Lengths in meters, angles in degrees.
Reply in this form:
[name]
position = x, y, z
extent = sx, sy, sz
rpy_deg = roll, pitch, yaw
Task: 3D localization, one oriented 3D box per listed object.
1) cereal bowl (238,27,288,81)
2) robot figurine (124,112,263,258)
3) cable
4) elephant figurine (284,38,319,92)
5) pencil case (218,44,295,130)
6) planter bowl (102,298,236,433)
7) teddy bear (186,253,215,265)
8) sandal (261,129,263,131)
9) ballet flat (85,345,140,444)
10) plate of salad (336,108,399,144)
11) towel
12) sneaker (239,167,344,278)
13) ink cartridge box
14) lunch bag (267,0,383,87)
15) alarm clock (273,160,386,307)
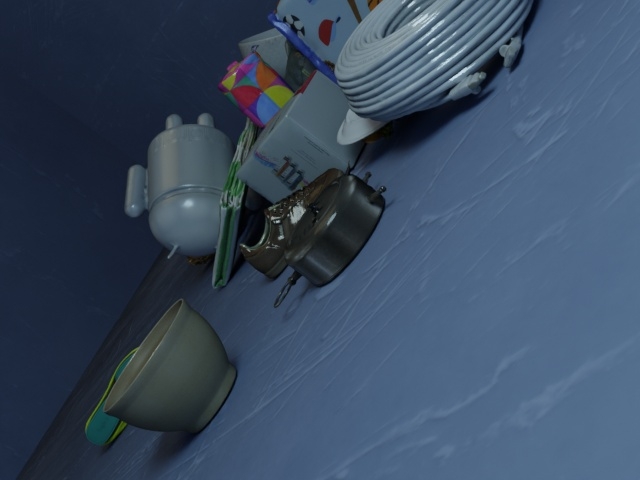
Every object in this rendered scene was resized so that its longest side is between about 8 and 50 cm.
[cereal bowl]
position = -0.022, -0.464, 1.842
extent = 0.339, 0.141, 0.339
rpy_deg = -15, 19, 5
[robot figurine]
position = -0.281, -0.113, 1.669
extent = 0.199, 0.300, 0.353
rpy_deg = 93, 170, -61
[cable]
position = 0.126, -0.245, 0.884
extent = 0.257, 0.089, 0.257
rpy_deg = -20, 32, 43
[elephant figurine]
position = 0.004, -0.331, 1.441
extent = 0.239, 0.169, 0.186
rpy_deg = -84, 13, -53
[pencil case]
position = -0.071, -0.225, 1.319
extent = 0.104, 0.236, 0.104
rpy_deg = -42, 12, 11
[planter bowl]
position = -0.173, 0.168, 0.923
extent = 0.162, 0.109, 0.162
rpy_deg = -49, 13, 15
[teddy bear]
position = -0.256, -0.059, 1.897
extent = 0.245, 0.113, 0.338
rpy_deg = -59, 20, 5
[sandal]
position = -0.083, -0.186, 1.537
extent = 0.138, 0.126, 0.317
rpy_deg = -57, 11, 4
[ballet flat]
position = -0.346, 0.271, 1.373
extent = 0.231, 0.077, 0.077
rpy_deg = -54, -4, 8
[plate of salad]
position = 0.103, -0.194, 1.024
extent = 0.200, 0.048, 0.200
rpy_deg = -40, 19, 17
[towel]
position = -0.159, -0.098, 1.446
extent = 0.247, 0.038, 0.324
rpy_deg = 104, 173, -48
[sneaker]
position = -0.040, -0.037, 1.081
extent = 0.188, 0.071, 0.066
rpy_deg = -55, 12, -4
[ink cartridge box]
position = -0.025, -0.147, 1.190
extent = 0.176, 0.127, 0.128
rpy_deg = -39, 20, 48
[lunch bag]
position = 0.135, -0.475, 1.287
extent = 0.328, 0.239, 0.385
rpy_deg = -43, 0, 41
[alarm clock]
position = 0.000, 0.000, 0.871
extent = 0.192, 0.064, 0.129
rpy_deg = -55, 12, 7
